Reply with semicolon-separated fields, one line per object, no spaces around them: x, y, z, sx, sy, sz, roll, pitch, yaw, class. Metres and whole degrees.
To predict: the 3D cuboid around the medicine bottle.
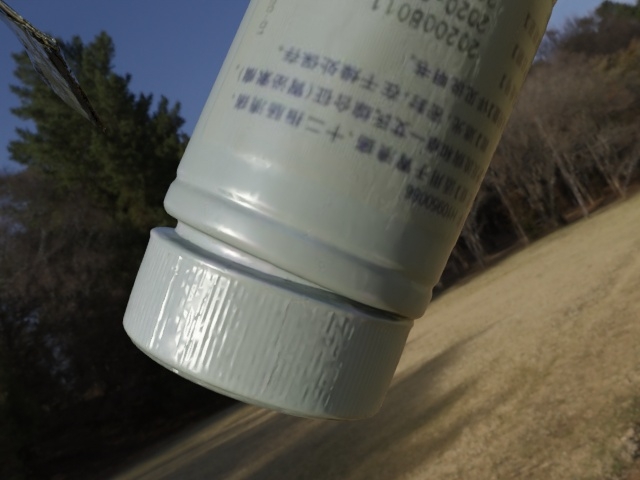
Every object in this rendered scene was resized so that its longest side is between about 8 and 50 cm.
0.014;-0.061;0.485;0.190;0.190;0.332;25;-92;-80;medicine bottle

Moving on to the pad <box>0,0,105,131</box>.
-0.457;-0.292;1.217;0.022;0.174;0.233;-46;-19;-17;pad
